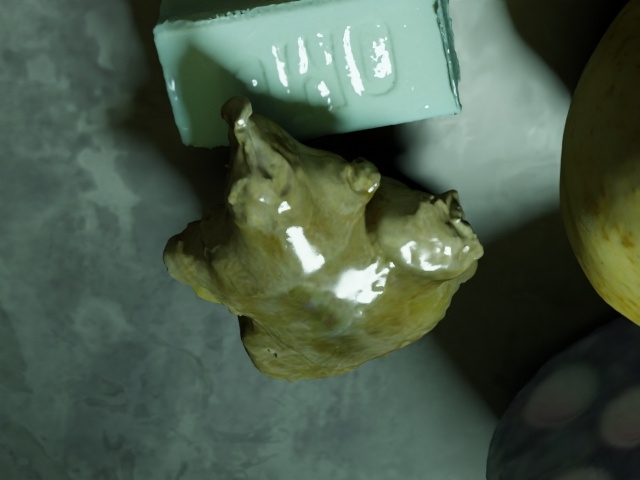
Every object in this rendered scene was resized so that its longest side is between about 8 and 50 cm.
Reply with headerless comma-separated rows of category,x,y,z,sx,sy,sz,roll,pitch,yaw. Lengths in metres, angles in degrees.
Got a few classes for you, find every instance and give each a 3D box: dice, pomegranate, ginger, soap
dice,0.298,0.218,1.436,0.271,0.270,0.270,-27,120,20
pomegranate,0.299,-0.052,1.250,0.307,0.307,0.307,1,125,1
ginger,0.000,0.000,1.348,0.218,0.123,0.270,-11,153,11
soap,-0.007,-0.130,1.329,0.198,0.063,0.115,-9,126,8
